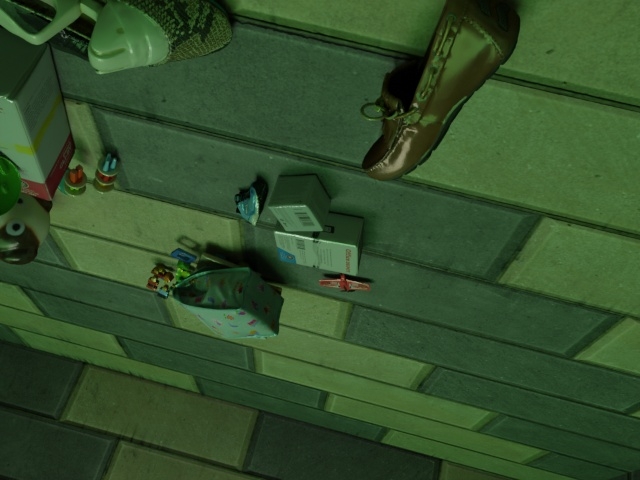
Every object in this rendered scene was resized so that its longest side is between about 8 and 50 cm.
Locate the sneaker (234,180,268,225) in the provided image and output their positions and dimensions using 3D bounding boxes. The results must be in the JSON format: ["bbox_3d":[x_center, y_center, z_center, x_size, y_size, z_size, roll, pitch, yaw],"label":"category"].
[{"bbox_3d":[-0.170,-0.090,1.475,0.073,0.063,0.162,22,151,-3],"label":"sneaker"}]

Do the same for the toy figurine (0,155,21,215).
[{"bbox_3d":[-0.745,-0.142,1.312,0.159,0.130,0.173,12,132,26],"label":"toy figurine"}]

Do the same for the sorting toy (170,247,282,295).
[{"bbox_3d":[-0.274,0.090,1.862,0.347,0.047,0.196,22,154,-10],"label":"sorting toy"}]

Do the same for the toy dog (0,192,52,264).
[{"bbox_3d":[-0.950,-0.040,1.738,0.407,0.285,0.395,-1,147,24],"label":"toy dog"}]

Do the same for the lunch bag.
[{"bbox_3d":[-0.270,0.184,1.811,0.262,0.160,0.223,-5,149,27],"label":"lunch bag"}]

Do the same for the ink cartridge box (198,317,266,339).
[{"bbox_3d":[-0.325,0.281,2.217,0.223,0.045,0.224,1,148,25],"label":"ink cartridge box"}]

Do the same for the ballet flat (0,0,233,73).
[{"bbox_3d":[-0.388,-0.366,0.978,0.482,0.182,0.164,22,150,-11],"label":"ballet flat"}]

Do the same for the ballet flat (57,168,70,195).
[{"bbox_3d":[-0.682,-0.182,1.598,0.052,0.057,0.168,32,158,33],"label":"ballet flat"}]

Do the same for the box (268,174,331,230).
[{"bbox_3d":[-0.045,-0.083,1.397,0.101,0.087,0.101,1,148,27],"label":"box"}]

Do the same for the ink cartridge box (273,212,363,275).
[{"bbox_3d":[0.000,0.000,1.519,0.203,0.086,0.148,11,150,9],"label":"ink cartridge box"}]

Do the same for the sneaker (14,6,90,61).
[{"bbox_3d":[-0.451,-0.377,1.125,0.170,0.051,0.089,16,156,7],"label":"sneaker"}]

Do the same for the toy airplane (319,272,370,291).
[{"bbox_3d":[0.062,0.105,1.732,0.151,0.028,0.151,11,150,6],"label":"toy airplane"}]

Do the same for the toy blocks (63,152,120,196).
[{"bbox_3d":[-0.551,-0.162,1.507,0.123,0.054,0.148,-10,164,-29],"label":"toy blocks"}]

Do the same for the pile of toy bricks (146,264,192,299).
[{"bbox_3d":[-0.435,0.124,1.961,0.212,0.118,0.105,26,119,1],"label":"pile of toy bricks"}]

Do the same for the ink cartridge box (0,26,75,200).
[{"bbox_3d":[-0.701,-0.277,1.313,0.279,0.160,0.385,18,152,-5],"label":"ink cartridge box"}]

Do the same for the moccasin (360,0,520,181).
[{"bbox_3d":[0.151,-0.228,0.990,0.147,0.139,0.380,22,150,-9],"label":"moccasin"}]
